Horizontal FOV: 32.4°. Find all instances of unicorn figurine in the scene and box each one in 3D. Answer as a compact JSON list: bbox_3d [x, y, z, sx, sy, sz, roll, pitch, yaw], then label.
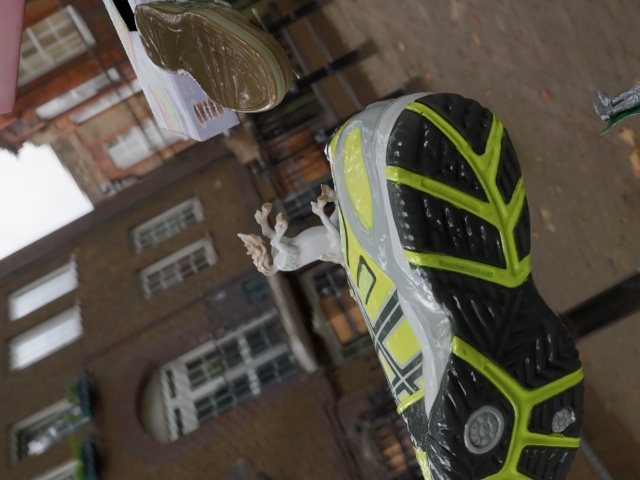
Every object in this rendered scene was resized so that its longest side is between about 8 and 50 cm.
[{"bbox_3d":[0.000,0.000,1.206,0.060,0.162,0.111,-81,-22,-57],"label":"unicorn figurine"}]

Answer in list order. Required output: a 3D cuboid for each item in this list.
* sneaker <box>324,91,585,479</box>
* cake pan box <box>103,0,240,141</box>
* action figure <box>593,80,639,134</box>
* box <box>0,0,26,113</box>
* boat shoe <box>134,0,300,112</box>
[{"bbox_3d":[0.104,0.066,0.885,0.147,0.145,0.385,17,122,60],"label":"sneaker"},{"bbox_3d":[-0.214,-0.272,1.480,0.246,0.070,0.267,24,139,64],"label":"cake pan box"},{"bbox_3d":[0.493,-0.228,1.518,0.063,0.232,0.137,55,-148,-18],"label":"action figure"},{"bbox_3d":[-0.241,-0.170,0.583,0.127,0.148,0.232,69,154,20],"label":"box"},{"bbox_3d":[-0.104,-0.216,1.184,0.285,0.089,0.105,34,141,47],"label":"boat shoe"}]
